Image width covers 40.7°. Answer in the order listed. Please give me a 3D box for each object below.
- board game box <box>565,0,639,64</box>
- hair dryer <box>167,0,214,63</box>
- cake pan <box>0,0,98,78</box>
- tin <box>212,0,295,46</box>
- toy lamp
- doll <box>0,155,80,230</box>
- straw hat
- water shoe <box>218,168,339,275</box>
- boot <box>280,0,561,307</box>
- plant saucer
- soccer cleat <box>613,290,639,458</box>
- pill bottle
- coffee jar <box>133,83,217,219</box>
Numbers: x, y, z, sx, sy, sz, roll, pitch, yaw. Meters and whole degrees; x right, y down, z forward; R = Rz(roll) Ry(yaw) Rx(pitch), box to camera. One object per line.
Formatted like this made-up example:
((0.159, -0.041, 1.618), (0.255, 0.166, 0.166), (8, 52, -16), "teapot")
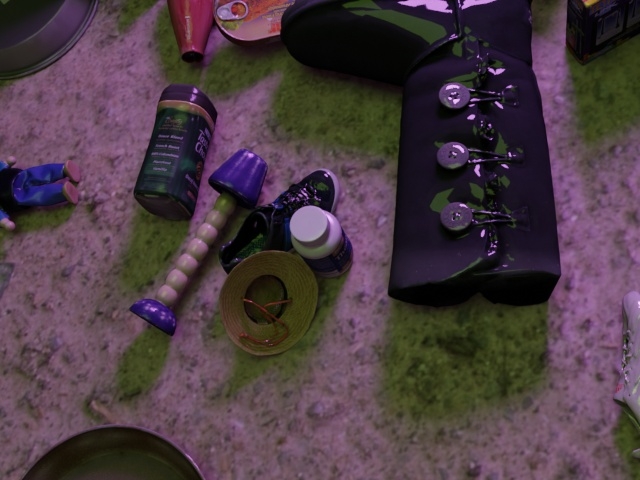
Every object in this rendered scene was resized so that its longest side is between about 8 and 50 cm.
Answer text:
((0.408, -0.323, 1.134), (0.170, 0.141, 0.048), (-29, 64, 2), "board game box")
((-0.140, -0.403, 1.349), (0.223, 0.080, 0.293), (31, 80, 23), "hair dryer")
((-0.521, -0.415, 1.472), (0.293, 0.054, 0.293), (-5, 68, 13), "cake pan")
((-0.068, -0.354, 1.305), (0.189, 0.040, 0.106), (-13, 78, -7), "tin")
((-0.163, -0.003, 1.196), (0.080, 0.080, 0.275), (25, 76, 23), "toy lamp")
((-0.466, -0.072, 1.323), (0.189, 0.046, 0.129), (-8, 66, 12), "doll")
((-0.077, 0.075, 1.145), (0.144, 0.144, 0.061), (-43, 24, -4), "straw hat")
((-0.052, -0.024, 1.172), (0.073, 0.080, 0.203), (39, 83, 24), "water shoe")
((0.117, -0.129, 1.149), (0.367, 0.146, 0.445), (-6, 74, 19), "boot")
((-0.264, 0.390, 1.082), (0.310, 0.050, 0.311), (-6, 68, 14), "plant saucer")
((0.371, 0.154, 0.996), (0.076, 0.068, 0.196), (-14, 69, 13), "soccer cleat")
((0.000, 0.000, 1.126), (0.067, 0.120, 0.067), (-5, 68, 13), "pill bottle")
((-0.206, -0.130, 1.248), (0.079, 0.096, 0.184), (6, 71, 14), "coffee jar")
